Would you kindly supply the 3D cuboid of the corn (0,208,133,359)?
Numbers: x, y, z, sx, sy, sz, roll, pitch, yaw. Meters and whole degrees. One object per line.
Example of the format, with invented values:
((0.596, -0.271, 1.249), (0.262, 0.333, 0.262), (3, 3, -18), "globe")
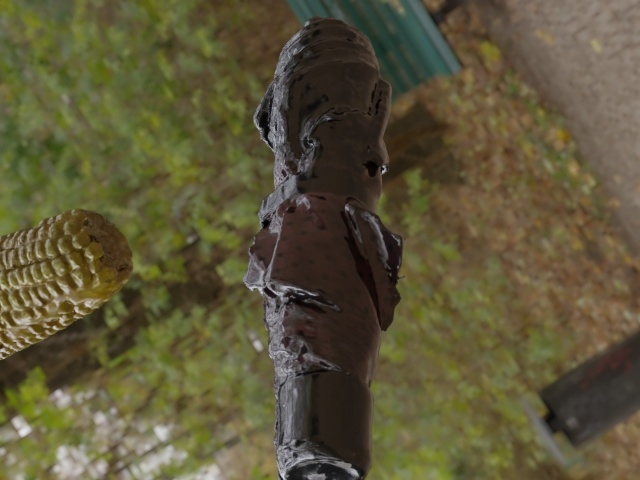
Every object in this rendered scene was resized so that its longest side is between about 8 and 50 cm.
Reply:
((-0.338, 0.067, 1.386), (0.120, 0.363, 0.120), (42, -143, -42), "corn")

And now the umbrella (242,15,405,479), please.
((0.000, 0.000, 0.861), (0.090, 0.094, 0.326), (105, 170, -53), "umbrella")
